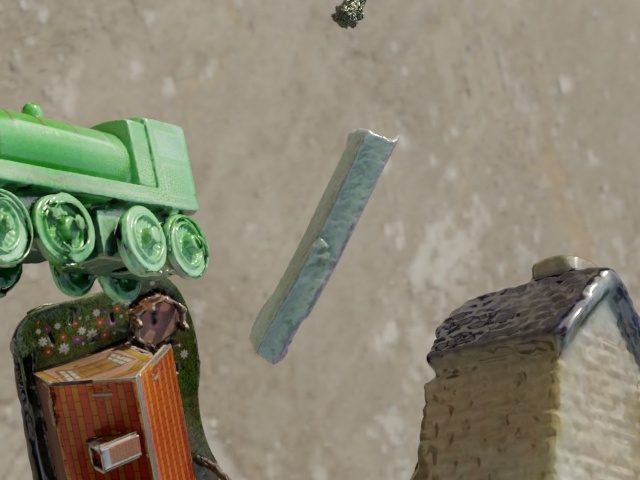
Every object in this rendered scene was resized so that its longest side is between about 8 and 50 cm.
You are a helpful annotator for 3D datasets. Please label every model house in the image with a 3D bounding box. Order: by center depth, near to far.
[{"bbox_3d":[0.252,0.169,1.366,0.298,0.243,0.284,21,68,-38],"label":"model house"},{"bbox_3d":[-0.175,0.200,1.439,0.207,0.154,0.294,-17,109,-30],"label":"model house"}]

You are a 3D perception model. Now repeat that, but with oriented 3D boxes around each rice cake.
[{"bbox_3d":[0.000,0.002,1.592,0.051,0.081,0.290,28,88,-24],"label":"rice cake"}]

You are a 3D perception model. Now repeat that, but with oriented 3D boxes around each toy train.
[{"bbox_3d":[-0.157,-0.027,0.847,0.251,0.085,0.119,10,65,-61],"label":"toy train"}]

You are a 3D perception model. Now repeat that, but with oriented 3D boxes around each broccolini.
[{"bbox_3d":[0.046,-0.296,1.611,0.030,0.035,0.140,35,57,-25],"label":"broccolini"}]
